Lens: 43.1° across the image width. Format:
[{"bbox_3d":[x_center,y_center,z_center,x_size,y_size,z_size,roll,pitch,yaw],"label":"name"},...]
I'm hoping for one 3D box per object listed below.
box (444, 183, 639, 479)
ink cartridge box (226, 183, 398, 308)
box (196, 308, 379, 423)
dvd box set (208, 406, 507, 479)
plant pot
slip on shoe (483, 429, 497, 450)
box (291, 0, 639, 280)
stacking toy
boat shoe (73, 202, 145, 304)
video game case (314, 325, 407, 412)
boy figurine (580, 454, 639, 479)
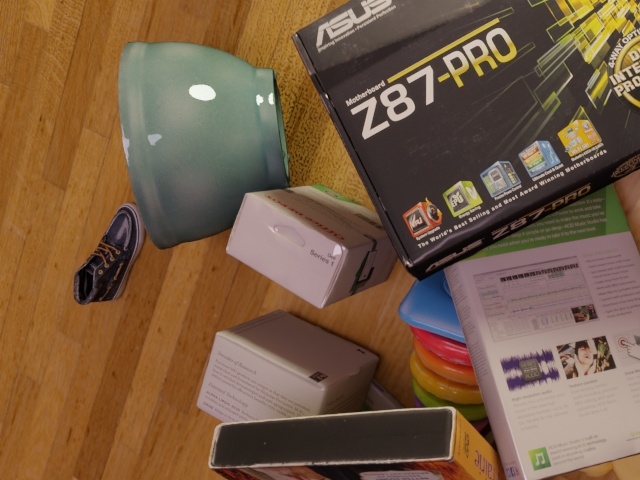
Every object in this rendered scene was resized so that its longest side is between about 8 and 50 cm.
[{"bbox_3d":[0.281,0.096,0.937,0.232,0.058,0.322,-9,72,-14],"label":"box"},{"bbox_3d":[0.000,0.000,1.097,0.160,0.219,0.093,29,109,21],"label":"ink cartridge box"},{"bbox_3d":[-0.043,0.198,1.142,0.182,0.181,0.119,23,106,23],"label":"box"},{"bbox_3d":[0.103,0.326,1.013,0.307,0.420,0.062,-10,52,28],"label":"dvd box set"},{"bbox_3d":[-0.148,-0.145,1.143,0.196,0.293,0.293,-8,94,1],"label":"plant pot"},{"bbox_3d":[0.261,0.259,1.098,0.041,0.051,0.135,45,106,18],"label":"slip on shoe"},{"bbox_3d":[0.208,-0.184,0.901,0.395,0.097,0.318,-27,71,9],"label":"box"},{"bbox_3d":[0.180,0.196,1.086,0.165,0.175,0.302,17,117,17],"label":"stacking toy"},{"bbox_3d":[-0.355,0.026,1.359,0.065,0.083,0.183,26,108,22],"label":"boat shoe"},{"bbox_3d":[0.003,0.271,1.244,0.193,0.023,0.212,42,113,16],"label":"video game case"},{"bbox_3d":[0.420,0.252,0.989,0.285,0.092,0.177,-15,83,29],"label":"boy figurine"}]
